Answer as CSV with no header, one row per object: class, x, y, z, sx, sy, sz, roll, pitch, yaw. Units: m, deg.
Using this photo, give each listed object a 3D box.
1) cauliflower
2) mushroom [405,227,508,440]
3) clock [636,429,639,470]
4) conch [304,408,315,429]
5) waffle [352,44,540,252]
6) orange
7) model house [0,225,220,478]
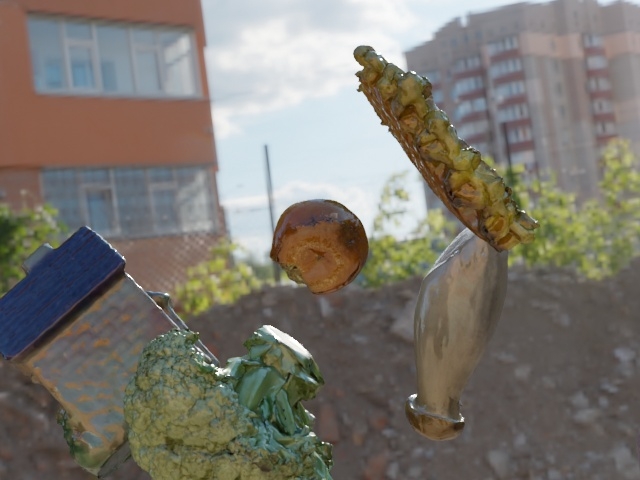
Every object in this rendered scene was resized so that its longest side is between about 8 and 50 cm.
cauliflower,-0.079,0.215,1.389,0.272,0.250,0.275,25,-27,18
mushroom,0.200,0.125,1.741,0.128,0.350,0.128,12,9,-2
clock,0.371,0.194,0.997,0.197,0.068,0.197,3,-38,2
conch,-0.085,0.293,1.806,0.153,0.135,0.102,-27,29,-13
waffle,0.115,-0.097,1.185,0.059,0.243,0.238,-38,17,2
orange,0.000,0.000,0.997,0.086,0.086,0.062,-8,36,6
model house,-0.310,0.145,1.625,0.245,0.280,0.312,-44,-6,-12
